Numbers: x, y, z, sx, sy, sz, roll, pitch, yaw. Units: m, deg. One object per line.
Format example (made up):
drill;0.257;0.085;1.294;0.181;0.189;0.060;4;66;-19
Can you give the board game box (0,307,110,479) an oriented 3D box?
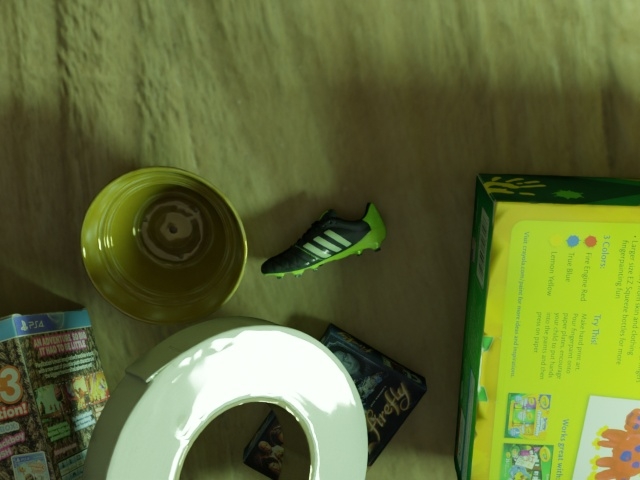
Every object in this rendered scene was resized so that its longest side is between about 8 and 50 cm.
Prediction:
board game box;-0.371;0.247;1.160;0.141;0.232;0.291;-17;85;6

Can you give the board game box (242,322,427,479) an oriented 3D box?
board game box;0.018;0.261;1.300;0.165;0.042;0.243;31;105;-8

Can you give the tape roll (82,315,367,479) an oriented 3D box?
tape roll;-0.109;0.291;1.139;0.392;0.072;0.392;-5;98;-35

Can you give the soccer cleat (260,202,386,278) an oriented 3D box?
soccer cleat;0.000;0.000;1.215;0.178;0.060;0.072;-18;97;0

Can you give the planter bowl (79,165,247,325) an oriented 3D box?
planter bowl;-0.202;-0.003;1.195;0.217;0.090;0.217;0;107;0

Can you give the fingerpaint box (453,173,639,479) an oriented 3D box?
fingerpaint box;0.382;0.144;1.195;0.370;0.163;0.445;1;108;1
